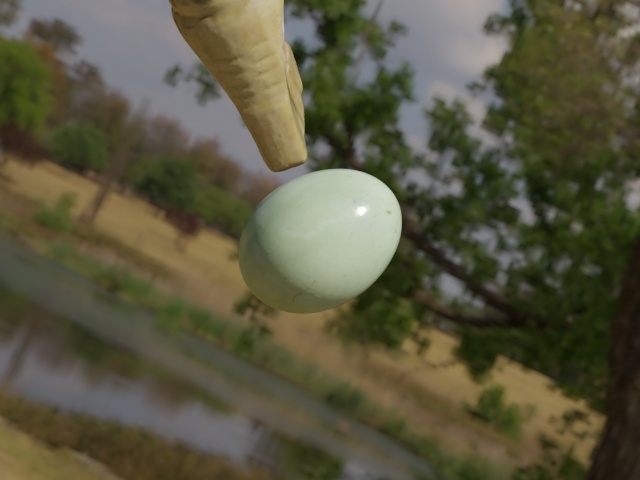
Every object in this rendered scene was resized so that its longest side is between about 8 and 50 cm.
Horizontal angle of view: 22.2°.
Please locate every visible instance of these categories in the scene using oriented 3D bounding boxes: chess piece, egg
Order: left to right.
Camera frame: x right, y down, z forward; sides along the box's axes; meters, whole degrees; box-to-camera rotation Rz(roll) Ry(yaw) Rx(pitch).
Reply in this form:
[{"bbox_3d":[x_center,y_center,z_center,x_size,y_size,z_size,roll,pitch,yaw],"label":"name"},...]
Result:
[{"bbox_3d":[-0.073,-0.206,1.461,0.137,0.137,0.301,23,-37,46],"label":"chess piece"},{"bbox_3d":[0.000,0.000,1.817,0.149,0.192,0.149,61,-2,3],"label":"egg"}]
